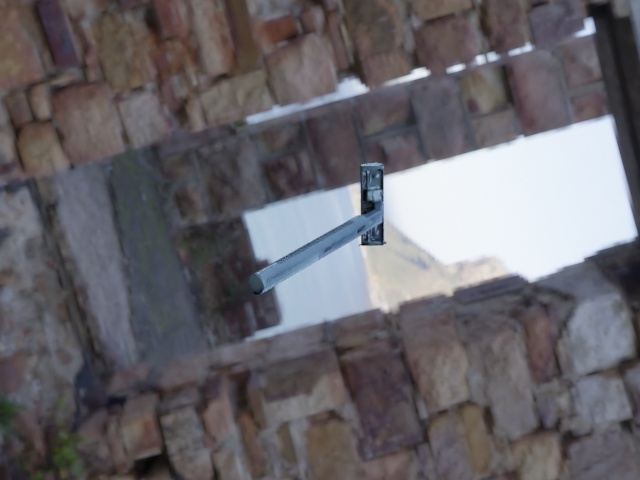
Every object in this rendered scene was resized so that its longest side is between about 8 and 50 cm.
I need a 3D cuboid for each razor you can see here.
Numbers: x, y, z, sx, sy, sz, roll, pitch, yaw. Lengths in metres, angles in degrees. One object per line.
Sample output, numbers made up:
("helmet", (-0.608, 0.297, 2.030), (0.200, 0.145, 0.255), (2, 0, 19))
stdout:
("razor", (0.006, 0.001, 1.008), (0.211, 0.036, 0.084), (-35, 129, -52))
